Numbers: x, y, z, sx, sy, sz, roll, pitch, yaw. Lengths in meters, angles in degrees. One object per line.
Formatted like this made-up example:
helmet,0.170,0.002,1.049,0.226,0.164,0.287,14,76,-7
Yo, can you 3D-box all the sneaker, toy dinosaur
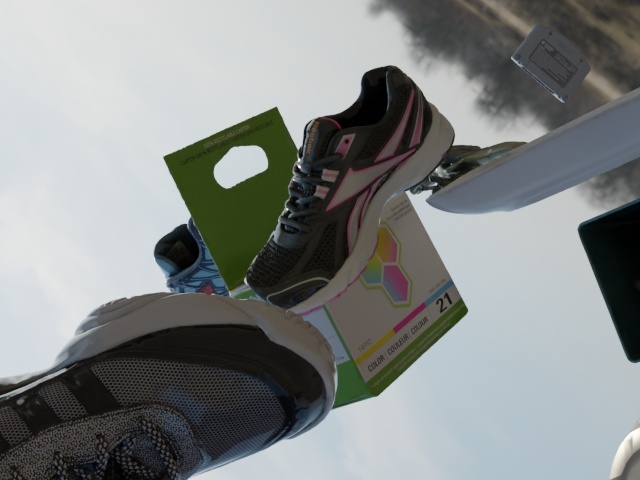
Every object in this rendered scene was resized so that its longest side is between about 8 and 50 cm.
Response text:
sneaker,0.006,-0.038,0.688,0.072,0.178,0.077,14,151,44
toy dinosaur,0.153,-0.082,1.267,0.118,0.064,0.268,-20,-171,-28
sneaker,-0.120,0.115,0.476,0.153,0.268,0.101,-95,-8,-56
sneaker,-0.115,0.026,1.157,0.125,0.262,0.104,17,-130,-9

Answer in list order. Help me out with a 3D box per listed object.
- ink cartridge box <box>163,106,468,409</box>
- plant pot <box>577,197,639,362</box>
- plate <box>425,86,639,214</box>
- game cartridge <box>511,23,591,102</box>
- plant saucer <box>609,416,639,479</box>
ink cartridge box,0.000,0.000,0.979,0.189,0.097,0.255,-33,-82,-52
plant pot,0.442,0.017,1.254,0.234,0.165,0.166,-11,-102,-48
plate,0.247,-0.093,0.881,0.045,0.278,0.277,64,-153,-1
game cartridge,0.258,-0.199,1.223,0.083,0.056,0.017,36,-174,-19
plant saucer,0.333,0.283,1.002,0.041,0.278,0.278,-5,-152,-13
